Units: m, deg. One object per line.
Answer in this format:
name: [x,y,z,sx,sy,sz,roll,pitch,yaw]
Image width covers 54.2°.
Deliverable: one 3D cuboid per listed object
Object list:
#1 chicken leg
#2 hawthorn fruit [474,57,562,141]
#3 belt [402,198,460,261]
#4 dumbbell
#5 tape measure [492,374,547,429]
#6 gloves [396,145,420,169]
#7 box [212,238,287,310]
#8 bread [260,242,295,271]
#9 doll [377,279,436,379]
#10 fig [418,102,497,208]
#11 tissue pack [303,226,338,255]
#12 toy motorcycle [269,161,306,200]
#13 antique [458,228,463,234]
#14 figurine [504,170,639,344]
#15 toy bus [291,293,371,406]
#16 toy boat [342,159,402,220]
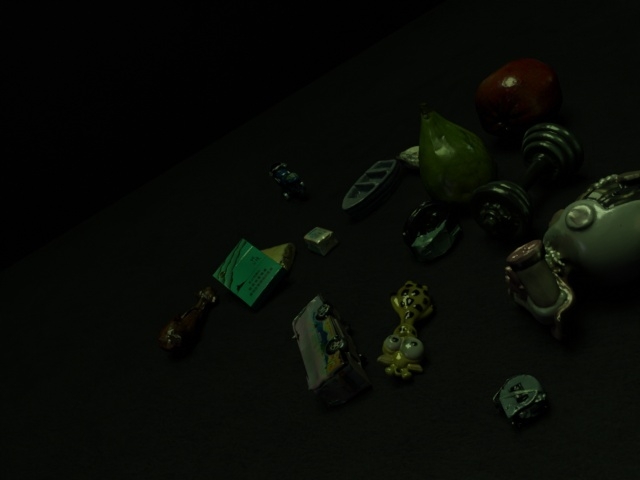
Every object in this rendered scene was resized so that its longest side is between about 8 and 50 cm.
chicken leg: [-0.411,0.252,2.002,0.113,0.093,0.304,6,33,22]
hawthorn fruit: [0.646,-0.462,2.001,0.254,0.254,0.300,3,39,45]
belt: [0.314,-0.029,1.767,0.151,0.078,0.198,-12,38,38]
dumbbell: [0.552,-0.160,1.668,0.406,0.179,0.179,-44,31,-26]
tape measure: [0.386,0.305,1.202,0.094,0.054,0.091,-41,27,-1]
gloves: [0.327,-0.284,2.174,0.115,0.070,0.153,-20,26,-20]
box: [-0.229,0.106,2.007,0.226,0.042,0.160,32,80,42]
bread: [-0.179,0.073,2.085,0.178,0.060,0.139,-17,31,22]
doll: [0.207,0.205,1.495,0.117,0.086,0.291,12,43,10]
fig: [0.404,-0.252,1.843,0.233,0.313,0.233,-4,14,1]
tissue pack: [0.000,0.000,2.040,0.074,0.058,0.094,-39,30,-20]
toy motorcycle: [-0.131,-0.238,2.460,0.092,0.135,0.254,-37,29,-13]
antique: [0.363,-0.057,1.844,0.031,0.015,0.192,-31,28,-2]
figurine: [0.566,0.030,1.330,0.361,0.253,0.211,-41,73,-5]
toy bus: [0.018,0.267,1.556,0.138,0.112,0.317,-38,27,6]
toy boat: [0.171,-0.174,2.144,0.127,0.078,0.283,4,44,45]
